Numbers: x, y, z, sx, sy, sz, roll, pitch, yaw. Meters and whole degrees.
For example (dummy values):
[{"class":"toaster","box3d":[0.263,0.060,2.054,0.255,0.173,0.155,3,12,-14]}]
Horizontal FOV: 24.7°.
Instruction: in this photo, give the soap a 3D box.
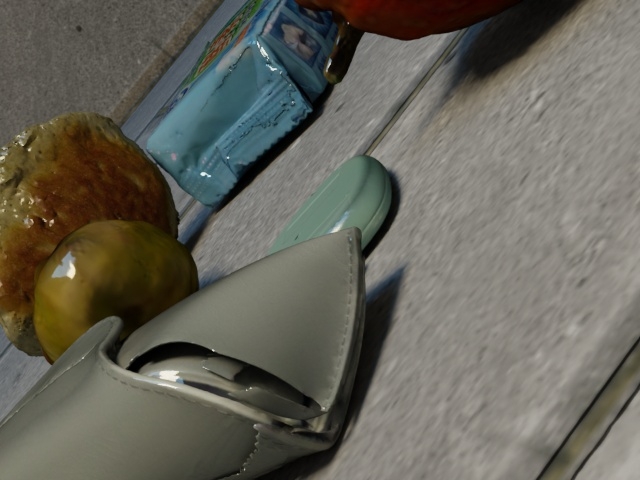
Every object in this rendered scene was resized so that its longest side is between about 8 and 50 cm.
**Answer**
[{"class":"soap","box3d":[-0.045,-0.147,1.188,0.156,0.077,0.293,-43,14,29]}]

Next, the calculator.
[{"class":"calculator","box3d":[0.000,0.000,0.739,0.095,0.021,0.153,-47,10,15]}]

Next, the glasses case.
[{"class":"glasses case","box3d":[-0.093,0.086,0.669,0.308,0.083,0.128,-38,18,43]}]

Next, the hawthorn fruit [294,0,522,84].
[{"class":"hawthorn fruit","box3d":[0.054,-0.203,0.727,0.261,0.224,0.224,-60,9,17]}]

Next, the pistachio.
[{"class":"pistachio","box3d":[-0.127,0.038,0.911,0.110,0.100,0.189,-30,-1,-13]}]

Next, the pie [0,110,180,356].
[{"class":"pie","box3d":[-0.179,-0.004,1.071,0.079,0.163,0.193,-19,45,51]}]
